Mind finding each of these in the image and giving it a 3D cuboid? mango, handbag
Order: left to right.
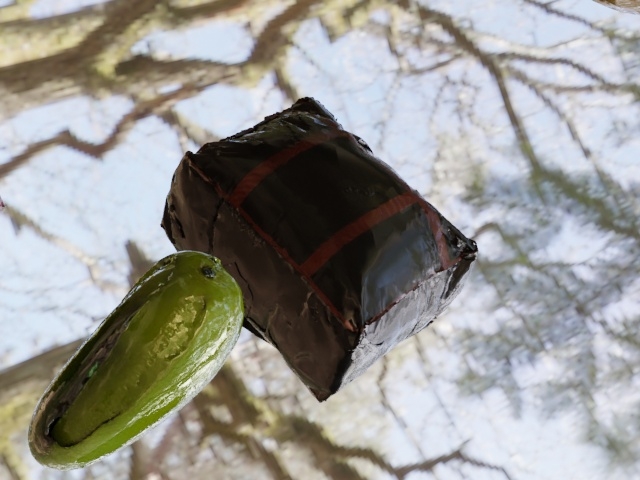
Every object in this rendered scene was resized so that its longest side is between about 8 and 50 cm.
[{"bbox_3d":[-0.109,0.079,0.907,0.074,0.091,0.165,40,-84,-4],"label":"mango"},{"bbox_3d":[0.000,0.000,1.178,0.215,0.169,0.155,45,-42,17],"label":"handbag"}]

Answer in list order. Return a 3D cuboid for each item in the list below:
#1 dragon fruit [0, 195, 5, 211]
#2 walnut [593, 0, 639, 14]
[{"bbox_3d":[-0.295,-0.012,0.942,0.125,0.246,0.125,44,-70,2],"label":"dragon fruit"},{"bbox_3d":[0.249,-0.270,0.838,0.344,0.306,0.306,-28,-95,45],"label":"walnut"}]
